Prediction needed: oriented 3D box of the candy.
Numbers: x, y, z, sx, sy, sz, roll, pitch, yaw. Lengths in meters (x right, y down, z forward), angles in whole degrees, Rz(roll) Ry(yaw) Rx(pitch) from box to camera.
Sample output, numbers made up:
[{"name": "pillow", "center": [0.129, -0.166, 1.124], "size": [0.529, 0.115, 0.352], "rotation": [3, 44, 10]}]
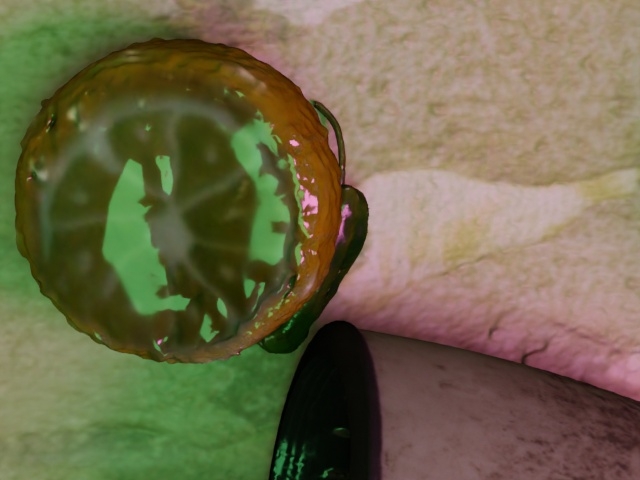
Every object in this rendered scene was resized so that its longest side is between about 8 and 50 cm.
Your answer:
[{"name": "candy", "center": [-0.109, -0.030, 1.397], "size": [0.260, 0.118, 0.260], "rotation": [3, 105, 10]}]

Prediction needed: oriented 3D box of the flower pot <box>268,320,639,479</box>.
[{"name": "flower pot", "center": [0.140, 0.230, 1.458], "size": [0.330, 0.293, 0.293], "rotation": [9, 108, -16]}]

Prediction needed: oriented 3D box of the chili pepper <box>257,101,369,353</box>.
[{"name": "chili pepper", "center": [-0.002, 0.000, 1.461], "size": [0.073, 0.072, 0.204], "rotation": [17, 107, -9]}]
